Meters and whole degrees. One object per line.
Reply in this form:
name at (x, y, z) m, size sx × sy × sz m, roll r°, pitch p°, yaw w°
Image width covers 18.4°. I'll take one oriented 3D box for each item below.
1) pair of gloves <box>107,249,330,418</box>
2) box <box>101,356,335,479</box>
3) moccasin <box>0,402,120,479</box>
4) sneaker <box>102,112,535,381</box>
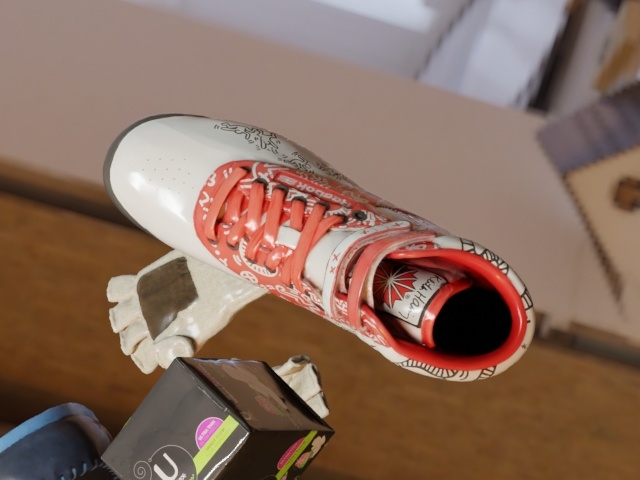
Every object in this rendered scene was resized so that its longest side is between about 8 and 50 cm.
pair of gloves at (-0.091, 0.106, 1.675) m, size 0.204 × 0.042 × 0.240 m, roll -25°, pitch 64°, yaw 32°
box at (-0.045, 0.092, 0.888) m, size 0.062 × 0.052 × 0.083 m, roll -53°, pitch -25°, yaw 13°
moccasin at (-0.151, 0.212, 1.196) m, size 0.117 × 0.137 × 0.342 m, roll 54°, pitch 159°, yaw 22°
sneaker at (0.001, -0.001, 1.136) m, size 0.090 × 0.270 × 0.145 m, roll -63°, pitch 4°, yaw -1°
